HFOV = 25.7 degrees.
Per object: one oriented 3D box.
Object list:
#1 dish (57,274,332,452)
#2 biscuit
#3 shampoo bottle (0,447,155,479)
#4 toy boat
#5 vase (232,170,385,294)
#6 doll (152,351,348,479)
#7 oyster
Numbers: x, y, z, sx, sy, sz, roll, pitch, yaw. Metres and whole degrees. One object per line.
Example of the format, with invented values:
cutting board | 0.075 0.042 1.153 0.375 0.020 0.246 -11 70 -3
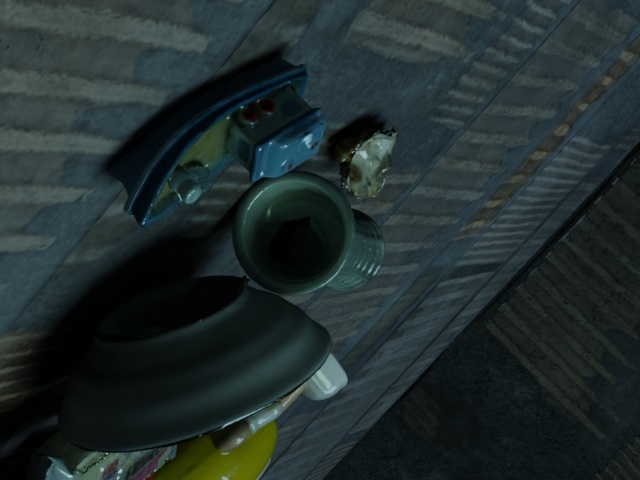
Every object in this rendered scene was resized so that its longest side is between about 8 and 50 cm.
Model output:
dish | -0.150 0.110 1.521 0.316 0.106 0.316 -16 -164 4
biscuit | -0.245 0.241 1.629 0.309 0.079 0.186 -36 150 -53
shampoo bottle | -0.320 0.300 1.729 0.104 0.104 0.278 -51 164 24
toy boat | -0.092 -0.081 1.319 0.238 0.098 0.109 -34 159 -31
vase | 0.000 0.000 1.720 0.143 0.143 0.299 -46 169 6
doll | -0.143 0.310 2.140 0.423 0.161 0.348 -44 175 -2
oyster | 0.051 -0.103 1.720 0.103 0.051 0.148 -62 165 -1
